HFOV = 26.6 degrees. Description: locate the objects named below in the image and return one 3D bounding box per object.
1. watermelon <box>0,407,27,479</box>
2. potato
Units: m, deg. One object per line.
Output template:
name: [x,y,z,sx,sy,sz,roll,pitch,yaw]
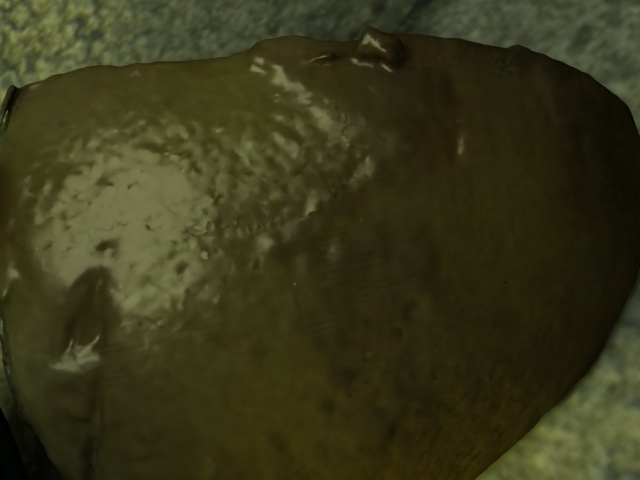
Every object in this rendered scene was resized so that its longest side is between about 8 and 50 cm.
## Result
watermelon: [-0.303,0.172,0.636,0.363,0.363,0.363,-15,59,26]
potato: [0.009,0.026,0.597,0.264,0.211,0.189,-15,57,21]
